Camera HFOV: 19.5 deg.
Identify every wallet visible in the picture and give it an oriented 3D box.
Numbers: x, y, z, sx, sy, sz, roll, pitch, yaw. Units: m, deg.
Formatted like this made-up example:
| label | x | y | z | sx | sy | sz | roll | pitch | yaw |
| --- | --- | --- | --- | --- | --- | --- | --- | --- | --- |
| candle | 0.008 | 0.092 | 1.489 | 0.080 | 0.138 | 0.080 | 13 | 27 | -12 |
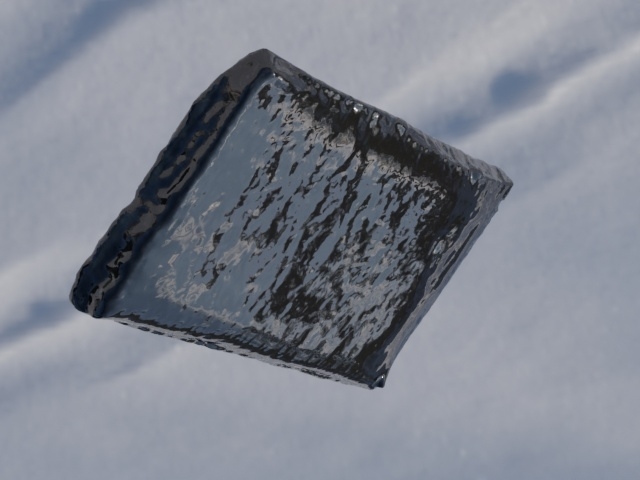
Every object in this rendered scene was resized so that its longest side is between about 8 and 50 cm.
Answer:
| label | x | y | z | sx | sy | sz | roll | pitch | yaw |
| --- | --- | --- | --- | --- | --- | --- | --- | --- | --- |
| wallet | -0.001 | -0.001 | 0.916 | 0.146 | 0.030 | 0.285 | -55 | 151 | 9 |
